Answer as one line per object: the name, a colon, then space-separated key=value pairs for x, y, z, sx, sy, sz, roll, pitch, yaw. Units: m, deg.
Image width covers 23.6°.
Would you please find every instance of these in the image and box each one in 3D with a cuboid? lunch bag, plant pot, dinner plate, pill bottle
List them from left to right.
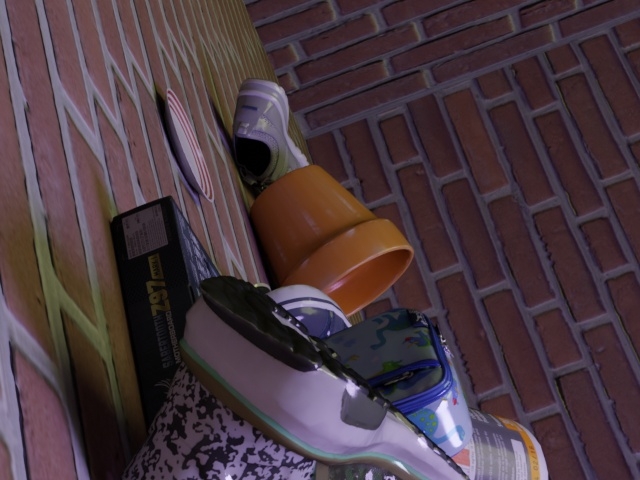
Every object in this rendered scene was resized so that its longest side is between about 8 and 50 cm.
dinner plate: x=-0.155 y=-0.108 z=1.764 sx=0.141 sy=0.017 sz=0.141 roll=-20 pitch=90 yaw=-87
plant pot: x=0.000 y=0.000 z=2.224 sx=0.188 sy=0.205 sz=0.205 roll=55 pitch=-1 yaw=18
lunch bag: x=0.019 y=0.152 z=1.351 sx=0.176 sy=0.219 sz=0.090 roll=-100 pitch=169 yaw=-66
pill bottle: x=0.093 y=0.239 z=1.610 sx=0.278 sy=0.162 sz=0.162 roll=20 pitch=38 yaw=-37

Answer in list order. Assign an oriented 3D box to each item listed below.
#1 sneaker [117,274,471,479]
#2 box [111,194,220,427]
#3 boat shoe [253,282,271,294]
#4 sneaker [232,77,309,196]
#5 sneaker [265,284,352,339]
sneaker: x=-0.030 y=0.163 z=1.060 sx=0.158 sy=0.182 sz=0.410 roll=41 pitch=-3 yaw=30
box: x=-0.092 y=0.107 z=1.213 sx=0.183 sy=0.059 sz=0.232 roll=62 pitch=9 yaw=-49
boat shoe: x=-0.072 y=0.084 z=1.763 sx=0.125 sy=0.046 sz=0.038 roll=83 pitch=-16 yaw=-69
sneaker: x=-0.094 y=-0.120 z=2.364 sx=0.281 sy=0.105 sz=0.115 roll=72 pitch=35 yaw=-49
sneaker: x=0.000 y=0.171 z=1.693 sx=0.321 sy=0.126 sz=0.127 roll=67 pitch=-1 yaw=-56
